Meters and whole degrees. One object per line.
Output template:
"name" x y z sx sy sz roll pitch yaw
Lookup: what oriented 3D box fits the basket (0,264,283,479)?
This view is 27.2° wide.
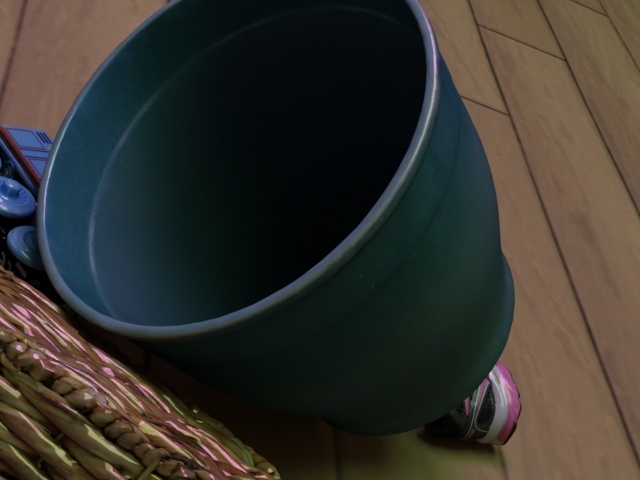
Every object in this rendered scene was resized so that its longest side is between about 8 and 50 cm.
"basket" -0.188 0.140 0.686 0.299 0.223 0.213 34 -2 8

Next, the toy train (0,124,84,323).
"toy train" -0.202 -0.008 0.913 0.105 0.080 0.184 0 40 -49

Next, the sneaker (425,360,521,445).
"sneaker" 0.086 0.080 1.029 0.077 0.072 0.178 1 43 -34

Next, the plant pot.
"plant pot" 0.000 0.000 0.869 0.255 0.272 0.271 48 10 -47
